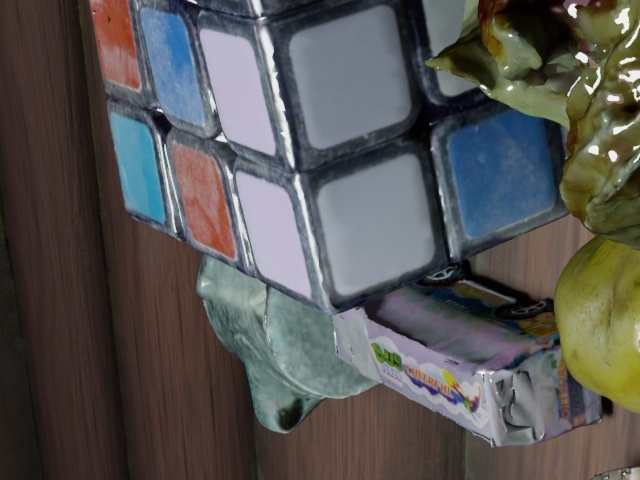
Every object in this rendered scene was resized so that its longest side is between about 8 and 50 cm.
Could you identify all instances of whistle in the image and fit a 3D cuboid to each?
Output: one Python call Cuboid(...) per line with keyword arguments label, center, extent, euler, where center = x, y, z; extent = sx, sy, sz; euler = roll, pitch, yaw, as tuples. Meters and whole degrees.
Cuboid(label="whistle", center=(-0.028, -0.007, 1.861), extent=(0.168, 0.188, 0.405), euler=(15, 121, 62))

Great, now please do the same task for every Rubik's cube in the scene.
Cuboid(label="Rubik's cube", center=(0.031, -0.188, 1.389), extent=(0.359, 0.363, 0.362), euler=(23, 127, 56))

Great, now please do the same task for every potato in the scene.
Cuboid(label="potato", center=(0.262, 0.055, 1.350), extent=(0.200, 0.137, 0.154), euler=(-7, 101, 67))

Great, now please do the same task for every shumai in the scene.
Cuboid(label="shumai", center=(0.219, -0.182, 1.094), extent=(0.330, 0.292, 0.288), euler=(-48, 59, 35))

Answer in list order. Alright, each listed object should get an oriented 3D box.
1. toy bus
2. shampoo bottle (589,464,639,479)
Cuboid(label="toy bus", center=(0.129, 0.101, 1.672), extent=(0.317, 0.138, 0.112), euler=(21, 125, 58))
Cuboid(label="shampoo bottle", center=(0.273, 0.309, 1.498), extent=(0.086, 0.056, 0.227), euler=(-22, 60, 42))
